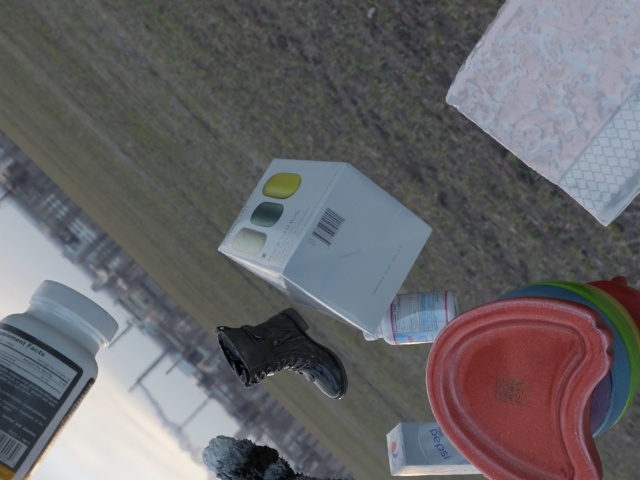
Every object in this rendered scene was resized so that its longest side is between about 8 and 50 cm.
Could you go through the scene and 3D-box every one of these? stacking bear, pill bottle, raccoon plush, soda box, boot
[{"bbox_3d":[0.244,0.110,0.755,0.164,0.289,0.175,10,104,39],"label":"stacking bear"},{"bbox_3d":[0.155,0.134,1.344,0.160,0.087,0.087,-6,147,15],"label":"pill bottle"},{"bbox_3d":[-0.063,0.532,1.341,0.447,0.216,0.299,17,-173,13],"label":"raccoon plush"},{"bbox_3d":[0.289,0.430,1.618,0.286,0.091,0.098,3,151,-13],"label":"soda box"},{"bbox_3d":[-0.087,0.266,1.665,0.263,0.229,0.091,48,125,17],"label":"boot"},{"bbox_3d":[-0.417,0.204,1.099,0.162,0.278,0.162,24,154,12],"label":"pill bottle"}]

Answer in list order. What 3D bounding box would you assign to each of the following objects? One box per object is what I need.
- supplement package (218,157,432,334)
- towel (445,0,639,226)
[{"bbox_3d":[0.000,0.000,1.292,0.198,0.199,0.263,35,170,-27],"label":"supplement package"},{"bbox_3d":[0.362,-0.221,1.045,0.317,0.053,0.331,42,135,12],"label":"towel"}]
